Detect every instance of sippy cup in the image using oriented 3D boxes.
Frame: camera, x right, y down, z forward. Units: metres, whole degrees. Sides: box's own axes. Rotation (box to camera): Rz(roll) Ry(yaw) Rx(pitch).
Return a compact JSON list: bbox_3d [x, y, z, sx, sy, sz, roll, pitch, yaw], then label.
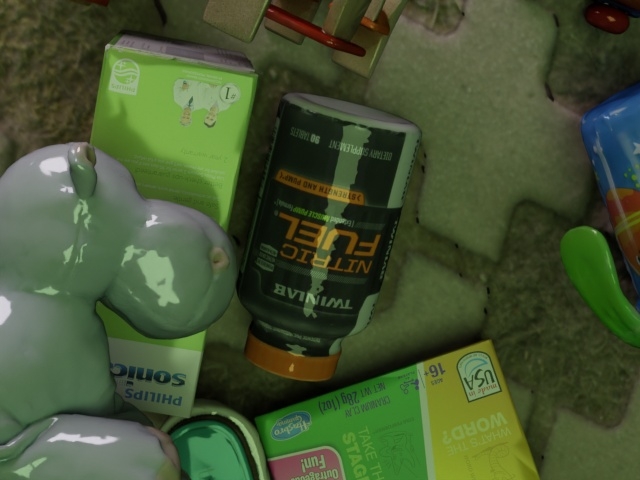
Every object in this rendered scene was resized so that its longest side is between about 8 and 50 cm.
[{"bbox_3d":[0.353,-0.050,1.024,0.240,0.305,0.224,-26,95,29],"label":"sippy cup"}]

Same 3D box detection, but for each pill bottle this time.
[{"bbox_3d":[0.000,0.000,1.028,0.131,0.130,0.245,12,102,-10],"label":"pill bottle"}]

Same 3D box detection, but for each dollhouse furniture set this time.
[{"bbox_3d":[-0.083,-0.206,0.917,0.259,0.262,0.135,29,102,18],"label":"dollhouse furniture set"}]

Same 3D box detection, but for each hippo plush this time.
[{"bbox_3d":[-0.191,0.057,0.799,0.294,0.234,0.236,25,74,-16],"label":"hippo plush"}]

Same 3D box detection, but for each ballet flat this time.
[{"bbox_3d":[-0.074,0.339,1.087,0.139,0.139,0.400,-10,94,-5],"label":"ballet flat"}]

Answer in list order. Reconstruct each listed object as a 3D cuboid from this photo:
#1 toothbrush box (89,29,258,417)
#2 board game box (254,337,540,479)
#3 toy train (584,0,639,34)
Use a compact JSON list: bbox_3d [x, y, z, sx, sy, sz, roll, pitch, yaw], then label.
[{"bbox_3d":[-0.140,-0.024,0.965,0.122,0.206,0.283,9,103,-8],"label":"toothbrush box"},{"bbox_3d":[0.099,0.279,1.087,0.242,0.064,0.316,-19,84,-2],"label":"board game box"},{"bbox_3d":[0.289,-0.229,1.001,0.248,0.143,0.105,20,101,-11],"label":"toy train"}]
